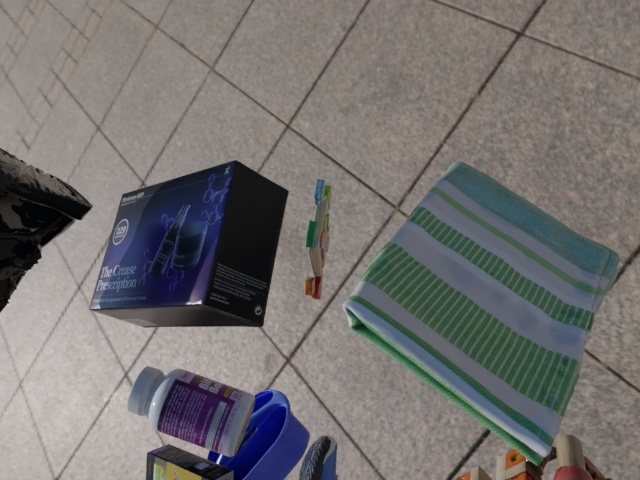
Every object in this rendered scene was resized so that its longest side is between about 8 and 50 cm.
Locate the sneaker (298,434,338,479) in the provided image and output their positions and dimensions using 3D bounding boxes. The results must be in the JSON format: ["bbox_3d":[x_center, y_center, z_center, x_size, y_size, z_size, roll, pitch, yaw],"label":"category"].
[{"bbox_3d":[0.006,0.407,0.847,0.080,0.081,0.211,147,132,-78],"label":"sneaker"}]

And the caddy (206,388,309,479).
[{"bbox_3d":[-0.203,0.623,1.704,0.341,0.179,0.241,-49,33,-10],"label":"caddy"}]

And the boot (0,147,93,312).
[{"bbox_3d":[-0.399,-0.001,0.642,0.094,0.246,0.207,39,86,10],"label":"boot"}]

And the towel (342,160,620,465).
[{"bbox_3d":[0.194,0.047,0.623,0.248,0.325,0.038,35,139,12],"label":"towel"}]

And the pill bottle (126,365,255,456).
[{"bbox_3d":[-0.337,0.435,1.450,0.302,0.169,0.169,18,89,3],"label":"pill bottle"}]

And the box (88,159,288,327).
[{"bbox_3d":[-0.181,0.016,0.743,0.261,0.103,0.184,-8,62,40],"label":"box"}]

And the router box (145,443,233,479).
[{"bbox_3d":[-0.342,0.711,1.421,0.243,0.081,0.308,5,94,34],"label":"router box"}]

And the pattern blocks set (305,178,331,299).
[{"bbox_3d":[0.000,0.000,1.365,0.026,0.325,0.285,7,77,7],"label":"pattern blocks set"}]

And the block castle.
[{"bbox_3d":[0.466,0.660,1.214,0.303,0.213,0.453,45,120,-4],"label":"block castle"}]
